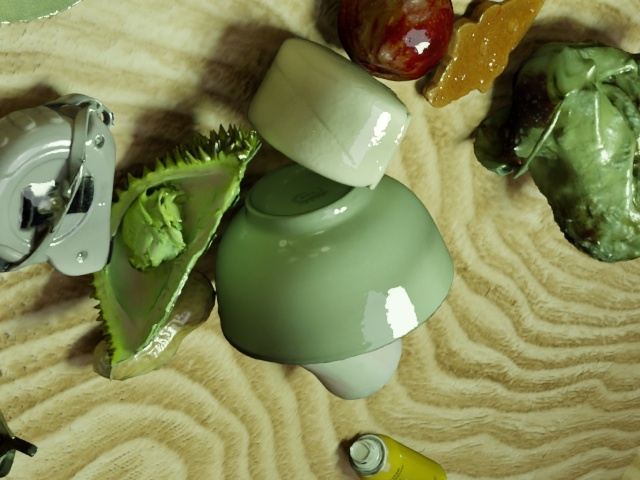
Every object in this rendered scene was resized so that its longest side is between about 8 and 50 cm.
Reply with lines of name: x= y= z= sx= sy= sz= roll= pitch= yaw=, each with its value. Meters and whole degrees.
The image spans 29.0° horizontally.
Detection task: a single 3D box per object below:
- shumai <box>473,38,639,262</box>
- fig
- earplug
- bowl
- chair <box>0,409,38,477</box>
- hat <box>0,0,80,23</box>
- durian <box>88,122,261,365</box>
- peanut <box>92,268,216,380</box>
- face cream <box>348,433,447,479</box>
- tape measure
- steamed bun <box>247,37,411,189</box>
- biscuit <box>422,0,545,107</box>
shumai: x=0.466 y=-0.200 z=2.109 sx=0.348 sy=0.395 sz=0.395 roll=32 pitch=96 yaw=-35
fig: x=0.118 y=-0.330 z=1.730 sx=0.175 sy=0.175 sz=0.207 roll=29 pitch=87 yaw=-56
earplug: x=-0.013 y=0.135 z=2.016 sx=0.172 sy=0.172 sz=0.301 roll=-52 pitch=139 yaw=2
bowl: x=0.000 y=0.000 z=1.762 sx=0.354 sy=0.354 sz=0.185 roll=-32 pitch=122 yaw=-26
chair: x=-0.483 y=0.248 z=1.596 sx=0.160 sy=0.319 sz=0.186 roll=-38 pitch=99 yaw=-21
hat: x=-0.313 y=-0.354 z=1.223 sx=0.257 sy=0.130 sz=0.257 roll=-29 pitch=140 yaw=-28
durian: x=-0.190 y=-0.011 z=1.650 sx=0.157 sy=0.169 sz=0.356 roll=18 pitch=108 yaw=-52
peanut: x=-0.240 y=0.128 z=1.799 sx=0.214 sy=0.099 sz=0.099 roll=-47 pitch=146 yaw=-18
face cream: x=0.152 y=0.467 z=2.543 sx=0.105 sy=0.105 sz=0.348 roll=-51 pitch=146 yaw=0
tape measure: x=-0.340 y=-0.060 z=1.481 sx=0.197 sy=0.120 sz=0.236 roll=-14 pitch=127 yaw=-39
steamed bun: x=0.000 y=-0.179 z=1.668 sx=0.164 sy=0.242 sz=0.146 roll=22 pitch=105 yaw=-26
biscuit: x=0.263 y=-0.319 z=1.998 sx=0.280 sy=0.043 sz=0.183 roll=-47 pitch=150 yaw=-14
